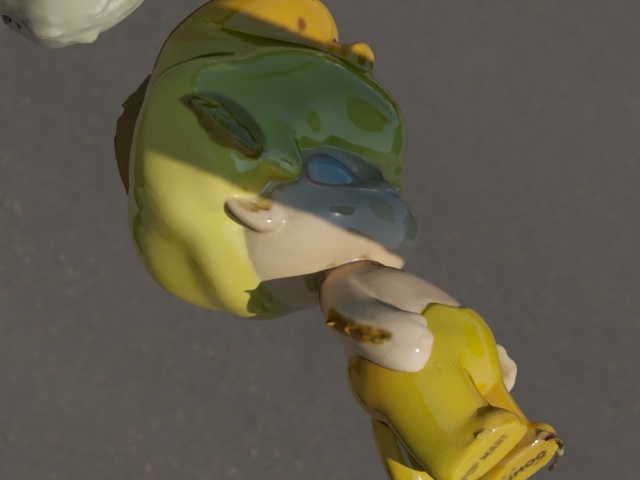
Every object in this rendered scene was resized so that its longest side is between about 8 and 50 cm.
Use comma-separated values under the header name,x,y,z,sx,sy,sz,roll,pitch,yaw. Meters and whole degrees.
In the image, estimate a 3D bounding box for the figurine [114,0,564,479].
name,x,y,z,sx,sy,sz,roll,pitch,yaw
figurine,0.000,0.000,0.657,0.156,0.131,0.246,28,22,-55

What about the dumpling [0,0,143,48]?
name,x,y,z,sx,sy,sz,roll,pitch,yaw
dumpling,-0.134,-0.236,1.130,0.243,0.318,0.187,-7,77,-17
